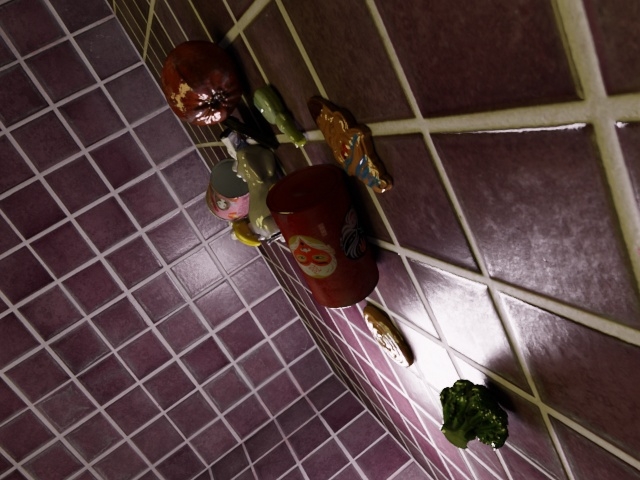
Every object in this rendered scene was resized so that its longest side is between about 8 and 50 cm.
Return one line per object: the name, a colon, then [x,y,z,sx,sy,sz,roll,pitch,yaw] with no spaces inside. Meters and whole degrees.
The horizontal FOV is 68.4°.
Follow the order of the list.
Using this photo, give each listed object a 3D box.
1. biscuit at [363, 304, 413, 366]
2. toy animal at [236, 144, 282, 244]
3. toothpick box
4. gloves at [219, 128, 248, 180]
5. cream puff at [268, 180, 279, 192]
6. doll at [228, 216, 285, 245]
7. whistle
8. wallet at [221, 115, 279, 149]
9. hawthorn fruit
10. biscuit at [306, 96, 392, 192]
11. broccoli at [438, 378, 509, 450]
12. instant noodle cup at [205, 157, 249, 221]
biscuit: [0.229,0.338,1.647,0.262,0.037,0.262,53,166,18]
toy animal: [-0.192,-0.176,1.644,0.357,0.193,0.258,64,177,1]
toothpick box: [0.015,-0.006,1.232,0.204,0.204,0.333,39,157,52]
gloves: [-0.316,-0.335,1.860,0.119,0.097,0.229,45,159,56]
cream puff: [-0.075,-0.115,1.453,0.189,0.129,0.189,42,158,21]
doll: [-0.310,-0.058,2.245,0.237,0.252,0.111,55,146,43]
whistle: [-0.111,-0.321,1.240,0.198,0.057,0.104,54,167,15]
wallet: [-0.260,-0.371,1.555,0.165,0.042,0.309,24,-171,-34]
hawthorn fruit: [-0.370,-0.484,1.398,0.272,0.241,0.242,50,165,23]
biscuit: [0.054,-0.206,0.991,0.280,0.043,0.183,49,162,17]
broccoli: [0.365,0.422,1.130,0.195,0.156,0.195,18,126,27]
instant noodle cup: [-0.400,-0.233,2.123,0.243,0.243,0.231,54,161,8]
